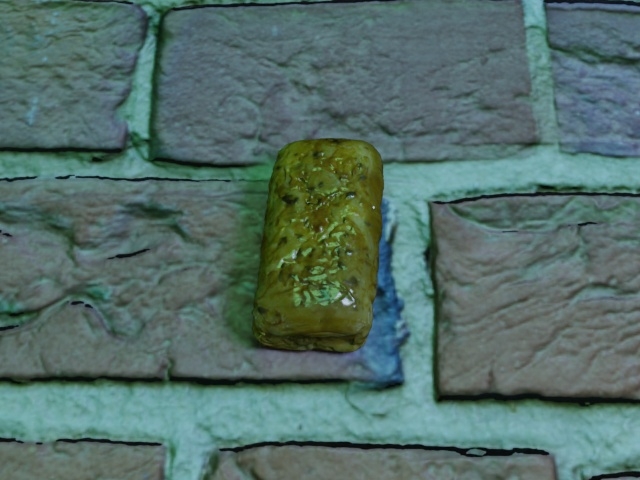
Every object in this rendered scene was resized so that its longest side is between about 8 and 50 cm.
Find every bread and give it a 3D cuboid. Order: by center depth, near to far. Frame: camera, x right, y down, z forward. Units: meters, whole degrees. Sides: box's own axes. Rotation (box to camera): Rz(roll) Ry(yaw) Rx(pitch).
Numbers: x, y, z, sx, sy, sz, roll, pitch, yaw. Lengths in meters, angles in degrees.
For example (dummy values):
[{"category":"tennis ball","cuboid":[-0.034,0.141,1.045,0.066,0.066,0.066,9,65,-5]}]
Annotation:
[{"category":"bread","cuboid":[0.000,0.000,1.149,0.114,0.083,0.211,0,54,5]}]
